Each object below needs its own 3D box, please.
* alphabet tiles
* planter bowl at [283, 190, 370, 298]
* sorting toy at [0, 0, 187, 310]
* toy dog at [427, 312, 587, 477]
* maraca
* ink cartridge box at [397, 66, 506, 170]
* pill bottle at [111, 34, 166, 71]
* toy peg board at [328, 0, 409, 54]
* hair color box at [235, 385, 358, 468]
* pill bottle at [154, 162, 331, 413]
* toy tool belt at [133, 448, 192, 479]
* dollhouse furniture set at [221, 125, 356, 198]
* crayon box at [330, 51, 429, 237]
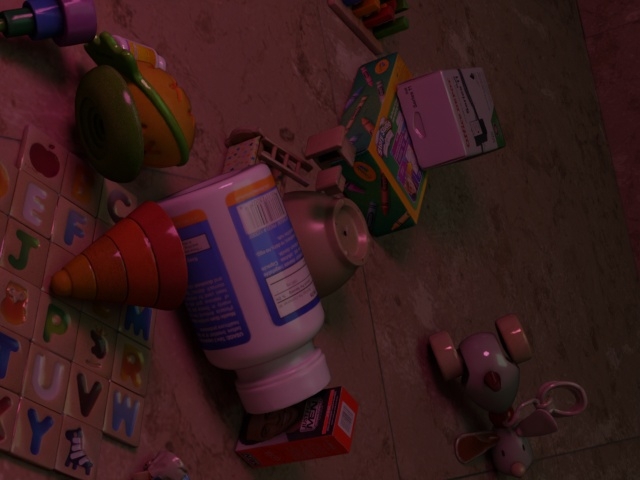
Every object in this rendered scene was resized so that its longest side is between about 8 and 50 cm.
[{"bbox_3d":[-0.268,0.062,1.115,0.285,0.011,0.342,38,45,-45],"label":"alphabet tiles"},{"bbox_3d":[0.000,0.000,1.499,0.162,0.109,0.162,34,48,-48],"label":"planter bowl"},{"bbox_3d":[-0.257,-0.086,1.128,0.126,0.127,0.365,-17,88,-31],"label":"sorting toy"},{"bbox_3d":[0.305,0.278,1.810,0.334,0.220,0.161,46,16,-25],"label":"toy dog"},{"bbox_3d":[-0.206,-0.158,1.220,0.099,0.127,0.186,-44,126,-23],"label":"maraca"},{"bbox_3d":[0.223,-0.208,1.833,0.208,0.087,0.153,-21,94,-60],"label":"ink cartridge box"},{"bbox_3d":[-0.222,-0.214,1.294,0.083,0.043,0.043,9,68,-57],"label":"pill bottle"},{"bbox_3d":[0.091,-0.440,1.898,0.160,0.079,0.161,38,45,-46],"label":"toy peg board"},{"bbox_3d":[-0.028,0.225,1.307,0.043,0.141,0.072,50,37,-34],"label":"hair color box"},{"bbox_3d":[-0.086,0.059,1.283,0.152,0.152,0.272,-34,106,-59],"label":"pill bottle"},{"bbox_3d":[-0.163,0.269,1.164,0.051,0.052,0.083,-36,106,-26],"label":"toy tool belt"},{"bbox_3d":[-0.052,-0.063,1.388,0.101,0.161,0.182,47,38,-38],"label":"dollhouse furniture set"},{"bbox_3d":[0.109,-0.161,1.788,0.165,0.081,0.278,54,35,-30],"label":"crayon box"}]
